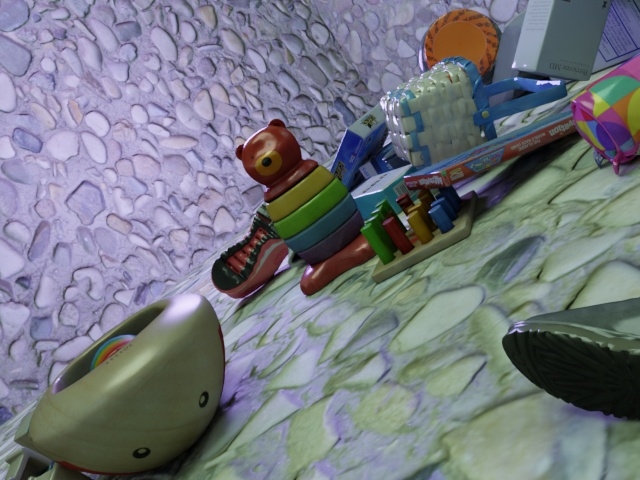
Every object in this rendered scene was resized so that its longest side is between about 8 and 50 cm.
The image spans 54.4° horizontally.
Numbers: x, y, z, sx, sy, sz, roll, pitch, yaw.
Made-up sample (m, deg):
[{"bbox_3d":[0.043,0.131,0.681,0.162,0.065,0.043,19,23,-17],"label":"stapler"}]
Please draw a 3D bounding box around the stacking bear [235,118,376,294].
[{"bbox_3d":[-0.034,-0.077,1.134,0.175,0.289,0.164,-33,10,18],"label":"stacking bear"}]

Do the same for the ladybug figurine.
[{"bbox_3d":[-0.267,0.215,0.924,0.305,0.162,0.449,-39,11,-18],"label":"ladybug figurine"}]

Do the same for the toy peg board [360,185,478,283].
[{"bbox_3d":[0.143,-0.033,0.946,0.160,0.079,0.161,-31,11,28],"label":"toy peg board"}]

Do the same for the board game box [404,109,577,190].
[{"bbox_3d":[0.279,-0.141,0.955,0.281,0.027,0.145,-23,6,-11],"label":"board game box"}]

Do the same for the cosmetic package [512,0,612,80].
[{"bbox_3d":[0.425,-0.399,1.070,0.117,0.231,0.085,4,16,-17],"label":"cosmetic package"}]

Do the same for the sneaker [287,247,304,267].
[{"bbox_3d":[0.000,0.000,1.347,0.190,0.071,0.083,-40,13,27],"label":"sneaker"}]

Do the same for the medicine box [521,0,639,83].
[{"bbox_3d":[0.597,-0.462,1.214,0.263,0.149,0.289,-39,11,-15],"label":"medicine box"}]

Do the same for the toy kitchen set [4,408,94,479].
[{"bbox_3d":[-0.396,0.351,0.973,0.166,0.122,0.207,-32,30,17],"label":"toy kitchen set"}]

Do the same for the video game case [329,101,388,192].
[{"bbox_3d":[0.104,-0.229,1.709,0.244,0.061,0.270,-48,-14,-47],"label":"video game case"}]

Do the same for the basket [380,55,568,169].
[{"bbox_3d":[0.271,-0.242,1.154,0.288,0.201,0.255,-22,15,2],"label":"basket"}]

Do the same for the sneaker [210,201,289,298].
[{"bbox_3d":[-0.125,0.013,1.472,0.314,0.116,0.136,-44,-24,-12],"label":"sneaker"}]

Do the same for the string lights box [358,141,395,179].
[{"bbox_3d":[0.234,-0.236,1.593,0.259,0.077,0.133,-27,13,42],"label":"string lights box"}]

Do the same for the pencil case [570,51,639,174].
[{"bbox_3d":[0.405,-0.180,0.711,0.236,0.104,0.104,-37,10,8],"label":"pencil case"}]

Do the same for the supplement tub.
[{"bbox_3d":[0.353,-0.441,1.555,0.207,0.207,0.338,-34,-7,12],"label":"supplement tub"}]

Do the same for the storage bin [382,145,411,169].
[{"bbox_3d":[0.213,-0.183,1.378,0.098,0.091,0.135,-29,13,34],"label":"storage bin"}]

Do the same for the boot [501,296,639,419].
[{"bbox_3d":[0.240,0.017,0.397,0.189,0.076,0.208,-1,40,49],"label":"boot"}]

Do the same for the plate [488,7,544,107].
[{"bbox_3d":[0.507,-0.448,1.439,0.278,0.045,0.277,-38,-26,-15],"label":"plate"}]

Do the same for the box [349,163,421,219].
[{"bbox_3d":[0.130,-0.099,1.349,0.100,0.060,0.244,-39,10,-17],"label":"box"}]
